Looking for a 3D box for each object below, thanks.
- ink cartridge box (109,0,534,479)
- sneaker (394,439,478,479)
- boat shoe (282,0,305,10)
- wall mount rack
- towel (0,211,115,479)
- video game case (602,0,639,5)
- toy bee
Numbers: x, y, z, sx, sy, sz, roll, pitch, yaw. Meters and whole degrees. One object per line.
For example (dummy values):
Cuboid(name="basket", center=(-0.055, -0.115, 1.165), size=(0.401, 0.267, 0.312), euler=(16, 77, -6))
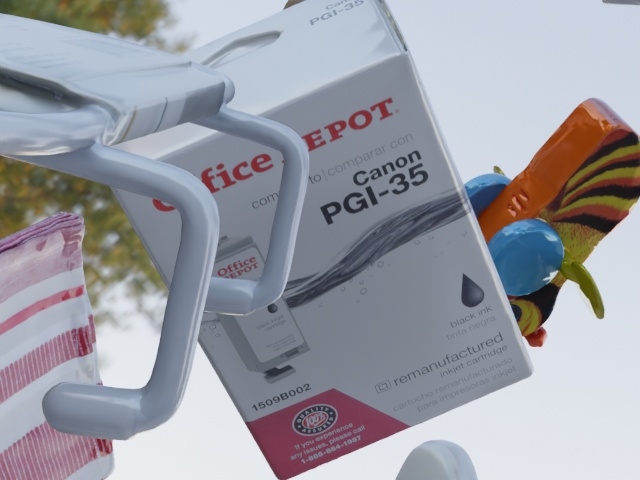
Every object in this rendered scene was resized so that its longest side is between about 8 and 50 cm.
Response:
Cuboid(name="ink cartridge box", center=(0.000, 0.000, 0.919), size=(0.117, 0.207, 0.283), euler=(-107, 173, -56))
Cuboid(name="sneaker", center=(0.047, 0.295, 1.112), size=(0.123, 0.290, 0.106), euler=(25, -16, -31))
Cuboid(name="boat shoe", center=(-0.016, -0.197, 1.851), size=(0.102, 0.092, 0.285), euler=(2, -79, 6))
Cuboid(name="wall mount rack", center=(-0.170, -0.028, 0.538), size=(0.304, 0.130, 0.350), euler=(15, 11, 6))
Cuboid(name="towel", center=(-0.309, 0.155, 1.440), size=(0.037, 0.237, 0.329), euler=(4, -70, 26))
Cuboid(name="video game case", center=(0.350, -0.294, 0.989), size=(0.244, 0.270, 0.061), euler=(9, -20, 28))
Cuboid(name="toy bee", center=(0.174, 0.014, 1.201), size=(0.298, 0.195, 0.162), euler=(-27, -45, 26))
